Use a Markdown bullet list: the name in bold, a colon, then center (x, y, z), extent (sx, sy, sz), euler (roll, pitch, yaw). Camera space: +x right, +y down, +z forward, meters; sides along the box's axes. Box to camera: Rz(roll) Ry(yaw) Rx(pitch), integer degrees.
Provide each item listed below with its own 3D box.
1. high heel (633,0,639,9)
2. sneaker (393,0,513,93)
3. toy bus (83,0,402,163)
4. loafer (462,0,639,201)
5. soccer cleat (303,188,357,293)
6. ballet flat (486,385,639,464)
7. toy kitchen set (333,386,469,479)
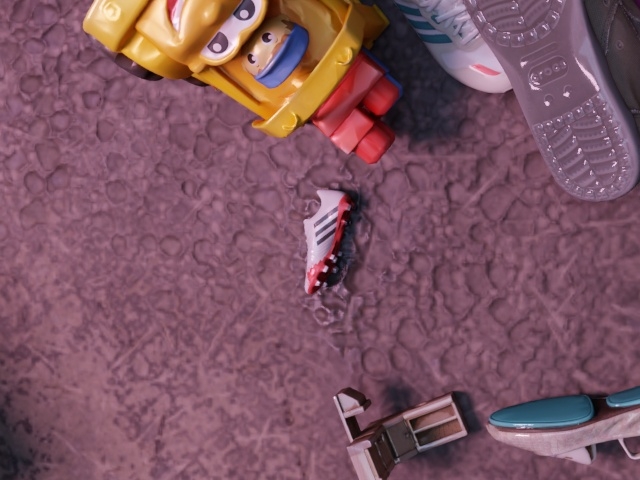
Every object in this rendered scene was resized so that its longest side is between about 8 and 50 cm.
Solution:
- **high heel**: center (0.204, -0.238, 0.732), extent (0.082, 0.117, 0.244), euler (-29, 86, 14)
- **sneaker**: center (0.085, -0.171, 0.788), extent (0.057, 0.075, 0.161), euler (-40, 83, 13)
- **toy bus**: center (-0.030, -0.136, 0.753), extent (0.211, 0.220, 0.149), euler (43, 105, 2)
- **loafer**: center (0.169, -0.153, 0.759), extent (0.094, 0.087, 0.251), euler (-12, 102, 44)
- **soccer cleat**: center (0.000, 0.000, 0.846), extent (0.035, 0.029, 0.083), euler (21, 95, 21)
- **ballet flat**: center (0.206, 0.137, 0.787), extent (0.168, 0.057, 0.052), euler (-13, 100, 15)
- **toy kitchen set**: center (0.059, 0.131, 0.808), extent (0.075, 0.083, 0.068), euler (-23, 88, 15)
